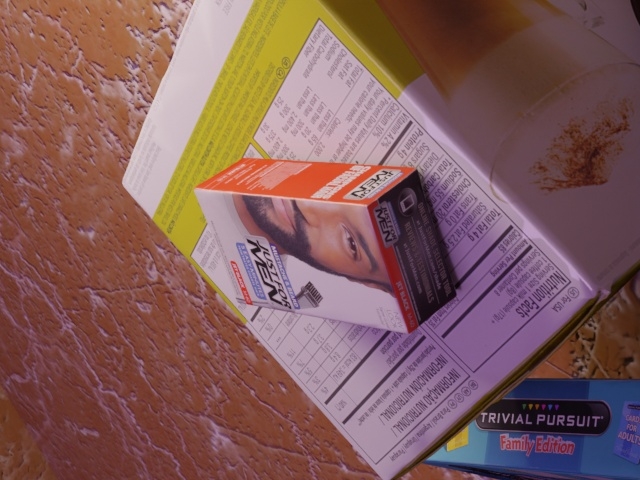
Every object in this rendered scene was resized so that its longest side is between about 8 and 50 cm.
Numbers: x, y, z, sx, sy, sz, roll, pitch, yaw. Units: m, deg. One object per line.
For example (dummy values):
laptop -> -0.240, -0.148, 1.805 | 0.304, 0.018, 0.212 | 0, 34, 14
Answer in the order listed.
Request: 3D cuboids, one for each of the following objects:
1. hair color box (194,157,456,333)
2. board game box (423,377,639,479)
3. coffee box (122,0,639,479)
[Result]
hair color box -> 0.000, 0.000, 0.882 | 0.167, 0.053, 0.093 | 6, 123, 46
board game box -> 0.271, 0.176, 1.164 | 0.336, 0.253, 0.079 | -7, 70, 53
coffee box -> 0.109, -0.086, 1.026 | 0.334, 0.337, 0.338 | 47, 145, 9
